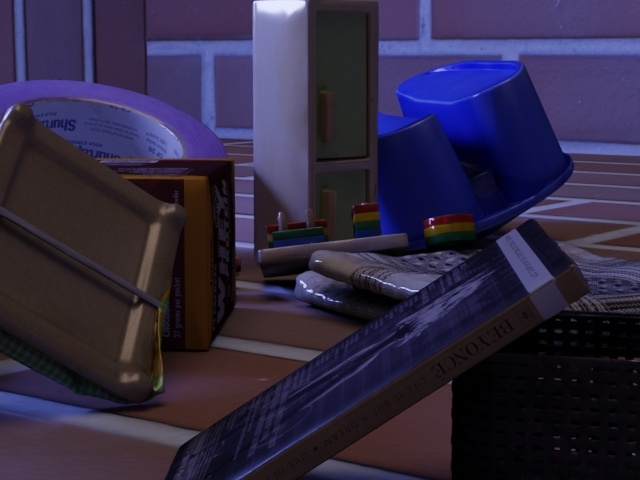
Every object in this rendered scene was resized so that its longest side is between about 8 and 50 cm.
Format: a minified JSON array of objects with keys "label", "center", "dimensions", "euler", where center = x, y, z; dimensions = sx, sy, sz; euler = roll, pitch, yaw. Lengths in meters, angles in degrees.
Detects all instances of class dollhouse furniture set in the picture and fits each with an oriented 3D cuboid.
[{"label":"dollhouse furniture set","center":[-0.253,0.003,0.969],"dimensions":[0.301,0.151,0.197],"euler":[34,34,-21]}]

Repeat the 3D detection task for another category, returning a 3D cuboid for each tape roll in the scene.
[{"label":"tape roll","center":[-0.236,-0.067,1.504],"dimensions":[0.275,0.090,0.275],"euler":[11,27,-6]}]

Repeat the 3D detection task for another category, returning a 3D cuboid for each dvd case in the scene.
[{"label":"dvd case","center":[0.018,0.065,0.692],"dimensions":[0.221,0.018,0.164],"euler":[-34,5,6]}]

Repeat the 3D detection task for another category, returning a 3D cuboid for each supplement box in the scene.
[{"label":"supplement box","center":[-0.170,0.005,1.177],"dimensions":[0.191,0.129,0.194],"euler":[1,7,3]}]

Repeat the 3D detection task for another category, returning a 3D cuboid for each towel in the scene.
[{"label":"towel","center":[0.177,0.035,1.224],"dimensions":[0.312,0.056,0.324],"euler":[-5,8,-31]}]

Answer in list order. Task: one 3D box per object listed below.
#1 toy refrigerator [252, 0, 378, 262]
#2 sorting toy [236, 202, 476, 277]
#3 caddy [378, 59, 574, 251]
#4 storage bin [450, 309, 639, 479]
[{"label":"toy refrigerator","center":[-0.002,-0.110,1.519],"dimensions":[0.102,0.269,0.094],"euler":[-6,10,-43]},{"label":"sorting toy","center":[0.000,0.000,1.364],"dimensions":[0.275,0.046,0.132],"euler":[-7,-7,-1]},{"label":"caddy","center":[0.138,-0.082,1.692],"dimensions":[0.241,0.179,0.341],"euler":[-25,14,-13]},{"label":"storage bin","center":[0.159,0.086,0.714],"dimensions":[0.180,0.084,0.122],"euler":[3,8,17]}]
